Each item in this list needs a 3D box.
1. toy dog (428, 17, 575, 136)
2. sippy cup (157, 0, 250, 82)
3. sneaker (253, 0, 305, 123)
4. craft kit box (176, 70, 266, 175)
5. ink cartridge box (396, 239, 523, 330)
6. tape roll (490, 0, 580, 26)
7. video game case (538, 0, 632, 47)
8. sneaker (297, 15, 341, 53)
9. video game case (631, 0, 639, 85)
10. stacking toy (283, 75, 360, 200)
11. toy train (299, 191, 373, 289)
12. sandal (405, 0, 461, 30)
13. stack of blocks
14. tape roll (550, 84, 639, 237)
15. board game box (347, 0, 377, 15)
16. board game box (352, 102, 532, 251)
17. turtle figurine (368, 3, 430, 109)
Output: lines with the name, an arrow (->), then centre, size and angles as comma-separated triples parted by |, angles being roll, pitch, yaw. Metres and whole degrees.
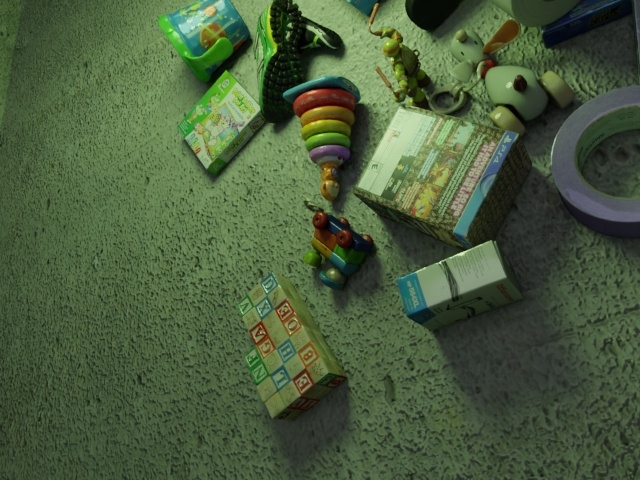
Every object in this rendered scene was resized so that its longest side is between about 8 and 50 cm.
toy dog -> 0.378, -0.366, 1.188 | 0.333, 0.161, 0.220 | 35, 91, 37
sippy cup -> -0.358, -0.667, 1.746 | 0.224, 0.240, 0.306 | -35, 81, 3
sneaker -> -0.126, -0.507, 1.579 | 0.146, 0.134, 0.344 | 0, 86, 59
craft kit box -> -0.304, -0.364, 1.684 | 0.246, 0.061, 0.250 | -45, 55, 6
ink cartridge box -> 0.276, 0.095, 1.076 | 0.203, 0.148, 0.086 | -25, 59, 22
tape roll -> 0.440, -0.589, 1.113 | 0.246, 0.246, 0.169 | -41, 55, 12
video game case -> 0.598, -0.587, 1.201 | 0.269, 0.061, 0.245 | -17, 62, 26
sneaker -> -0.030, -0.587, 1.600 | 0.234, 0.084, 0.097 | 43, 121, 37
video game case -> 0.712, -0.448, 1.049 | 0.195, 0.026, 0.275 | -5, 85, 28
stacking toy -> 0.017, -0.248, 1.390 | 0.165, 0.175, 0.302 | -10, 77, 32
toy train -> 0.000, 0.000, 1.326 | 0.248, 0.105, 0.144 | 38, 106, 37
sandal -> 0.395, -0.692, 1.313 | 0.446, 0.167, 0.107 | -50, 47, 17
stack of blocks -> -0.090, 0.245, 1.283 | 0.171, 0.087, 0.297 | -41, 55, 12
tape roll -> 0.581, -0.147, 1.018 | 0.274, 0.090, 0.275 | -12, 64, 27
board game box -> 0.119, -0.851, 1.547 | 0.302, 0.086, 0.308 | -52, 52, 22
board game box -> 0.259, -0.134, 1.181 | 0.290, 0.141, 0.232 | 27, 87, 36
turtle figurine -> 0.197, -0.418, 1.287 | 0.087, 0.217, 0.270 | -21, 61, 24
